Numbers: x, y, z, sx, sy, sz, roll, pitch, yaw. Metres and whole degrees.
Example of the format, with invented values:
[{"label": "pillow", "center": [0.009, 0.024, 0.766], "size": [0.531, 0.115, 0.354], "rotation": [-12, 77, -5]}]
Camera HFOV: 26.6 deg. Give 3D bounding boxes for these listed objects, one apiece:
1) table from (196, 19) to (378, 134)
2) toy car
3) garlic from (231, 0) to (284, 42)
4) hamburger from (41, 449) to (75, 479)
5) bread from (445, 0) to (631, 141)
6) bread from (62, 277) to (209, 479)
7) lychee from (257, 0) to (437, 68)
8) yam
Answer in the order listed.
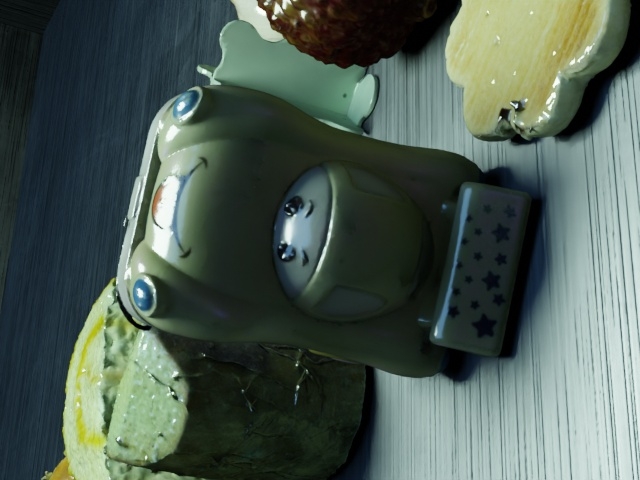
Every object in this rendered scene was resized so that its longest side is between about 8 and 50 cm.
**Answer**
[{"label": "table", "center": [-0.053, -0.178, 1.708], "size": [0.166, 0.198, 0.166], "rotation": [-166, 90, -69]}, {"label": "toy car", "center": [0.000, 0.000, 1.290], "size": [0.226, 0.336, 0.242], "rotation": [4, 80, 66]}, {"label": "garlic", "center": [-0.028, -0.395, 1.788], "size": [0.281, 0.203, 0.185], "rotation": [-87, -13, -61]}, {"label": "hamburger", "center": [-0.299, 0.404, 1.943], "size": [0.260, 0.245, 0.211], "rotation": [-40, -9, -30]}, {"label": "bread", "center": [0.212, -0.235, 1.295], "size": [0.316, 0.054, 0.316], "rotation": [-167, 90, -69]}, {"label": "bread", "center": [-0.205, 0.271, 1.778], "size": [0.264, 0.239, 0.395], "rotation": [127, 146, -50]}, {"label": "lychee", "center": [0.019, -0.325, 1.572], "size": [0.271, 0.236, 0.236], "rotation": [37, 117, 27]}, {"label": "yam", "center": [-0.095, 0.172, 1.516], "size": [0.201, 0.271, 0.202], "rotation": [-156, 77, -68]}]
